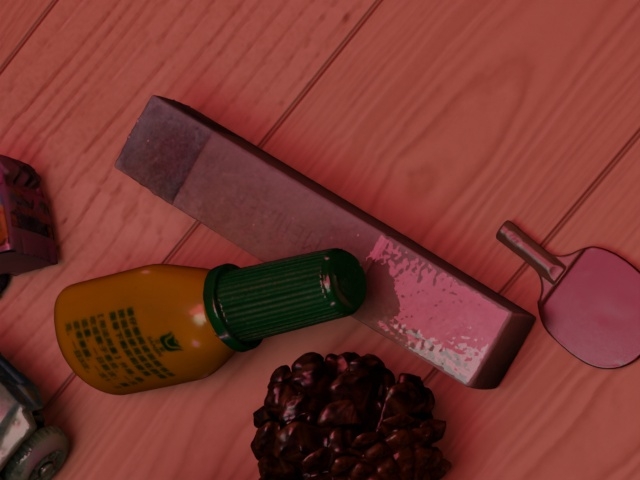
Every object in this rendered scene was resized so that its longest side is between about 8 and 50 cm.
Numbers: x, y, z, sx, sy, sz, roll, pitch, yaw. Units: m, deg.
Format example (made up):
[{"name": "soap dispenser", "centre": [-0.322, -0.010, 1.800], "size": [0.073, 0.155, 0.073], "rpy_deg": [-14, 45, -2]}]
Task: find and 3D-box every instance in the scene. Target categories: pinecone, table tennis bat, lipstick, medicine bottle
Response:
[{"name": "pinecone", "centre": [0.018, 0.161, 1.581], "size": [0.174, 0.173, 0.173], "rpy_deg": [-3, 83, 22]}, {"name": "table tennis bat", "centre": [0.204, 0.038, 1.589], "size": [0.156, 0.013, 0.087], "rpy_deg": [39, 101, 19]}, {"name": "lipstick", "centre": [0.000, 0.000, 1.639], "size": [0.371, 0.080, 0.076], "rpy_deg": [32, 96, 21]}, {"name": "medicine bottle", "centre": [-0.094, 0.062, 1.621], "size": [0.309, 0.076, 0.111], "rpy_deg": [-13, 120, 40]}]

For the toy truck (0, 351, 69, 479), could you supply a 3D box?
[{"name": "toy truck", "centre": [-0.356, 0.214, 1.718], "size": [0.155, 0.156, 0.279], "rpy_deg": [41, 101, 21]}]

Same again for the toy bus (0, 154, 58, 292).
[{"name": "toy bus", "centre": [-0.374, 0.010, 1.784], "size": [0.274, 0.090, 0.112], "rpy_deg": [-16, 75, 20]}]
